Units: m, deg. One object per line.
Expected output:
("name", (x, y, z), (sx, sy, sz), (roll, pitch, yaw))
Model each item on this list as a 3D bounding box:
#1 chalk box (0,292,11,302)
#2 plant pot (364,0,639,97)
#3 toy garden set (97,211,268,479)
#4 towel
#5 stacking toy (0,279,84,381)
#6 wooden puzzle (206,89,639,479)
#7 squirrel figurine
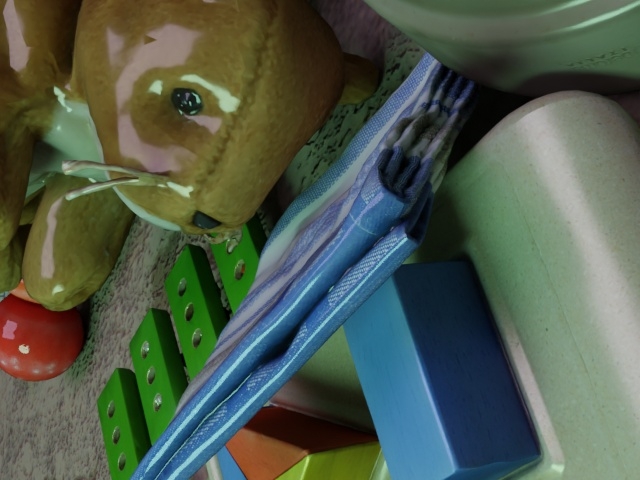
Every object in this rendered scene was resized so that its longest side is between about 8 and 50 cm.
("chalk box", (-0.329, 0.026, 1.165), (0.132, 0.132, 0.213), (24, 102, 56))
("plant pot", (0.060, -0.251, 0.447), (0.323, 0.280, 0.323), (-16, 65, 39))
("toy garden set", (-0.077, 0.113, 0.828), (0.244, 0.049, 0.204), (-57, 37, 29))
("towel", (0.000, 0.000, 0.587), (0.209, 0.034, 0.285), (-48, 6, 26))
("stacking toy", (-0.243, -0.027, 1.054), (0.141, 0.141, 0.330), (36, 115, 55))
("wooden puzzle", (0.049, 0.151, 0.529), (0.348, 0.080, 0.322), (-42, 58, 45))
("squirrel figurine", (-0.150, -0.156, 0.776), (0.370, 0.281, 0.397), (-3, 62, 33))
